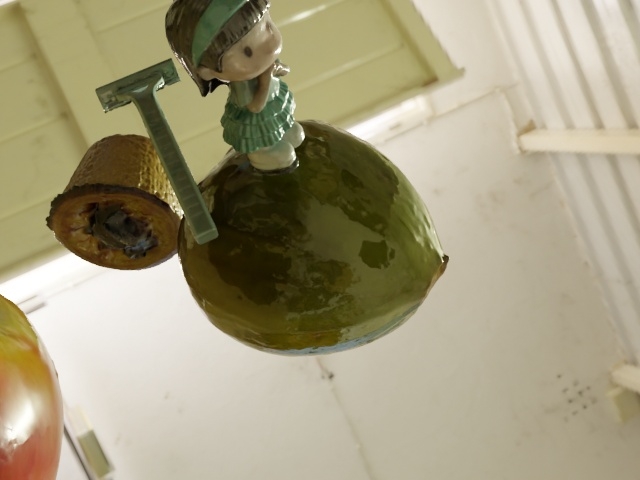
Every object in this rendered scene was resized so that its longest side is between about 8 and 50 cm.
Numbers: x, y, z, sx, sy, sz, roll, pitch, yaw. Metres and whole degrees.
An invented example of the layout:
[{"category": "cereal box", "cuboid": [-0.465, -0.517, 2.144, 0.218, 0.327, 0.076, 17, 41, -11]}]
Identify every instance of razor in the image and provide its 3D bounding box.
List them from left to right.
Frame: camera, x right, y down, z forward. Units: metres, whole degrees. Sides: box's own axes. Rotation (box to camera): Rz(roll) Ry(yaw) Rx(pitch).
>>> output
[{"category": "razor", "cuboid": [-0.191, -0.115, 1.242, 0.056, 0.111, 0.278, 78, -14, -59]}]

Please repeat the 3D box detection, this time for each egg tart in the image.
[{"category": "egg tart", "cuboid": [-0.312, -0.059, 1.561, 0.215, 0.215, 0.170, 81, 8, -50]}]

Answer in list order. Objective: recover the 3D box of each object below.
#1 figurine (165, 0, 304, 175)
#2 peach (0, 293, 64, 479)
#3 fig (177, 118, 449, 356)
[{"category": "figurine", "cuboid": [-0.083, -0.190, 1.093, 0.245, 0.110, 0.138, 69, 31, -43]}, {"category": "peach", "cuboid": [-0.406, 0.177, 0.808, 0.388, 0.388, 0.388, 58, -15, 25]}, {"category": "fig", "cuboid": [-0.008, 0.009, 1.337, 0.343, 0.343, 0.343, 58, -15, 25]}]
